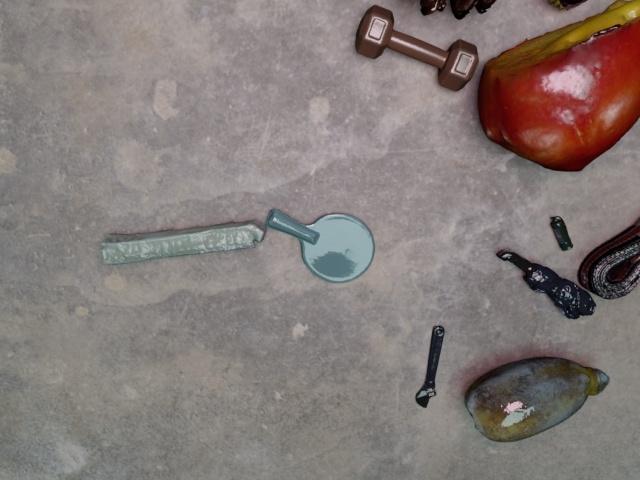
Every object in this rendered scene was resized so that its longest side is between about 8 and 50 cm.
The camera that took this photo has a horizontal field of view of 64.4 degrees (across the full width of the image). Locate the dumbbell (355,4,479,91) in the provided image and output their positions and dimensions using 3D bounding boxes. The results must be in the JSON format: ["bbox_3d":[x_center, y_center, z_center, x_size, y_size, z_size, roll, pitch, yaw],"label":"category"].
[{"bbox_3d":[0.179,-0.359,0.953,0.231,0.082,0.092,20,103,-6],"label":"dumbbell"}]

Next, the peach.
[{"bbox_3d":[0.444,-0.292,0.881,0.281,0.281,0.338,29,107,-8],"label":"peach"}]

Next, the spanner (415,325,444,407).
[{"bbox_3d":[0.253,0.291,1.166,0.046,0.012,0.208,6,105,-1],"label":"spanner"}]

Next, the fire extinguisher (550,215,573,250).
[{"bbox_3d":[0.511,-0.021,1.080,0.038,0.025,0.083,-38,106,-30],"label":"fire extinguisher"}]

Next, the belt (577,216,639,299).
[{"bbox_3d":[0.687,-0.022,1.045,0.126,0.094,0.359,38,102,-10],"label":"belt"}]

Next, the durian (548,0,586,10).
[{"bbox_3d":[0.457,-0.502,0.926,0.187,0.119,0.108,-26,66,-5],"label":"durian"}]

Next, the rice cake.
[{"bbox_3d":[-0.278,0.002,1.054,0.336,0.066,0.063,-5,105,0],"label":"rice cake"}]

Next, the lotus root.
[{"bbox_3d":[0.472,0.325,1.106,0.322,0.158,0.140,-21,104,-2],"label":"lotus root"}]

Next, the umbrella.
[{"bbox_3d":[0.485,0.089,1.086,0.248,0.071,0.071,35,102,-11],"label":"umbrella"}]

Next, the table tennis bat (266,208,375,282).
[{"bbox_3d":[0.000,0.000,1.072,0.244,0.040,0.153,25,102,-11],"label":"table tennis bat"}]

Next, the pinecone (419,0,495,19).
[{"bbox_3d":[0.249,-0.484,0.861,0.221,0.221,0.221,0,105,-1],"label":"pinecone"}]
